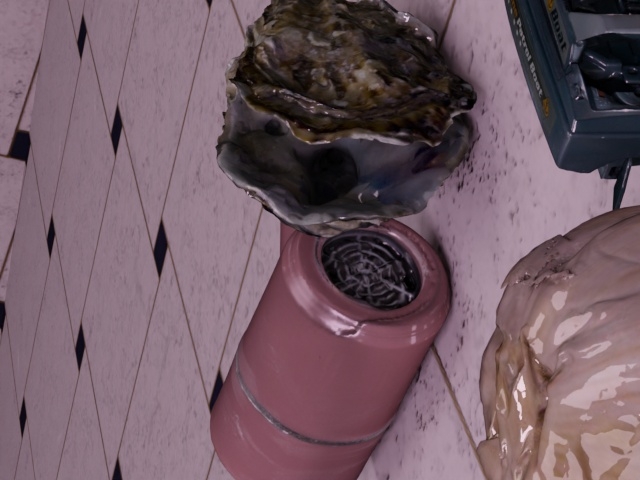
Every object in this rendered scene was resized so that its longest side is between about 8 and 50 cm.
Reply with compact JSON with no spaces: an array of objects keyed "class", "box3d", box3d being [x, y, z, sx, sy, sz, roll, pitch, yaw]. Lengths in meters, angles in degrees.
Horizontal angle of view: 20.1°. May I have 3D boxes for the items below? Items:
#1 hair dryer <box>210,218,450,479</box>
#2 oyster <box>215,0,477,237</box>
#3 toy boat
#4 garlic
[{"class":"hair dryer","box3d":[0.000,0.000,1.372,0.210,0.125,0.352,114,160,-44]},{"class":"oyster","box3d":[0.013,-0.096,1.269,0.158,0.162,0.351,-56,9,13]},{"class":"toy boat","box3d":[0.148,-0.139,0.966,0.103,0.093,0.246,105,160,-51]},{"class":"garlic","box3d":[0.149,0.087,0.826,0.228,0.152,0.228,178,90,-68]}]
